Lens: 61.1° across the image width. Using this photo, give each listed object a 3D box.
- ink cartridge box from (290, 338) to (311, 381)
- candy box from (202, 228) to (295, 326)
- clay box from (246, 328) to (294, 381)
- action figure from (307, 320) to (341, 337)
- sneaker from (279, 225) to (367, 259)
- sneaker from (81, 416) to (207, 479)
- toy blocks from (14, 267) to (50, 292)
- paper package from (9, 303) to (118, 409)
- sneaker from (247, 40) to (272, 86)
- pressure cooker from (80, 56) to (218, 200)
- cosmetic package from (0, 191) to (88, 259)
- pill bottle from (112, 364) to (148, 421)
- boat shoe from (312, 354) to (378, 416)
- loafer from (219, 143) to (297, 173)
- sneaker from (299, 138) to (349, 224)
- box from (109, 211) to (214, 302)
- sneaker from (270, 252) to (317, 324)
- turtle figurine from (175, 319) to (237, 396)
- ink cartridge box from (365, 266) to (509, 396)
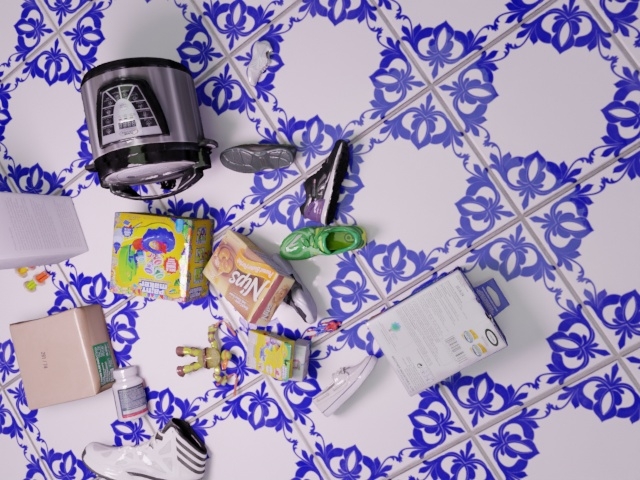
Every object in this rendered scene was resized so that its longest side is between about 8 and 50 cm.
[{"bbox_3d":[-0.069,0.399,1.814,0.052,0.088,0.122,9,94,11],"label":"ink cartridge box"},{"bbox_3d":[-0.242,0.117,1.773,0.316,0.088,0.182,38,99,40],"label":"candy box"},{"bbox_3d":[-0.159,0.378,1.800,0.222,0.053,0.127,8,94,45],"label":"clay box"},{"bbox_3d":[0.014,0.295,1.821,0.115,0.030,0.038,-19,93,9],"label":"action figure"},{"bbox_3d":[0.000,0.000,1.766,0.296,0.123,0.109,-11,88,14],"label":"sneaker"},{"bbox_3d":[-0.611,0.736,1.944,0.448,0.169,0.257,16,87,5],"label":"sneaker"},{"bbox_3d":[-1.081,0.110,2.075,0.148,0.054,0.123,-36,82,12],"label":"toy blocks"},{"bbox_3d":[-0.932,0.420,1.991,0.310,0.168,0.324,-15,87,14],"label":"paper package"},{"bbox_3d":[-0.206,-0.595,1.836,0.061,0.054,0.152,15,95,10],"label":"sneaker"},{"bbox_3d":[-0.558,-0.342,1.777,0.370,0.376,0.419,-10,90,49],"label":"pressure cooker"},{"bbox_3d":[-1.034,-0.030,1.853,0.162,0.453,0.229,-21,86,14],"label":"cosmetic package"},{"bbox_3d":[-0.693,0.550,1.965,0.108,0.108,0.180,-11,89,14],"label":"pill bottle"},{"bbox_3d":[0.077,0.461,1.781,0.088,0.096,0.267,42,109,5],"label":"boat shoe"},{"bbox_3d":[-0.207,-0.286,1.844,0.268,0.084,0.096,2,123,18],"label":"loafer"},{"bbox_3d":[0.004,-0.200,1.773,0.124,0.107,0.283,18,96,19],"label":"sneaker"},{"bbox_3d":[-0.544,0.051,1.878,0.290,0.177,0.278,6,94,14],"label":"box"},{"bbox_3d":[-0.128,0.188,1.820,0.153,0.101,0.268,-35,77,13],"label":"sneaker"},{"bbox_3d":[-0.395,0.425,1.896,0.218,0.087,0.269,-11,89,14],"label":"turtle figurine"},{"bbox_3d":[0.381,0.261,1.665,0.396,0.151,0.269,-32,85,14],"label":"ink cartridge box"}]
